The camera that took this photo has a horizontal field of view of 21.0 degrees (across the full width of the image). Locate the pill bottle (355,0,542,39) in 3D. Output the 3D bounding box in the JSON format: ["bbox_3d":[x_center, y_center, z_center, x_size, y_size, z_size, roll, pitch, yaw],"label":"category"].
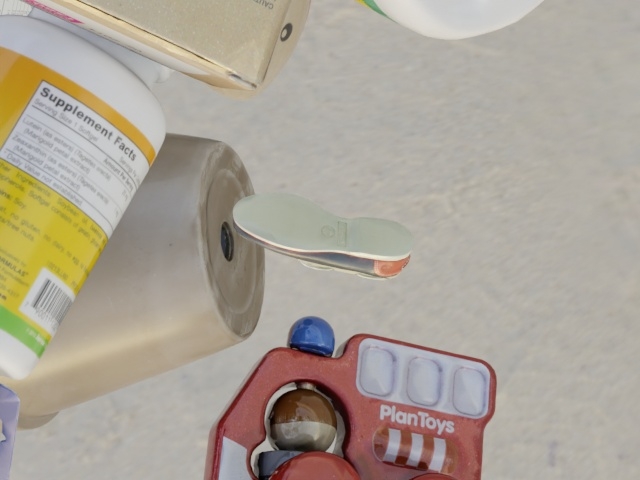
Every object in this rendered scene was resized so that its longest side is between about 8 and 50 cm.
[{"bbox_3d":[-0.001,-0.164,0.660,0.208,0.118,0.117,33,113,40],"label":"pill bottle"}]

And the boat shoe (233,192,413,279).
[{"bbox_3d":[0.000,0.000,1.282,0.137,0.049,0.043,11,148,-6],"label":"boat shoe"}]

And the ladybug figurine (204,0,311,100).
[{"bbox_3d":[-0.124,-0.335,1.883,0.162,0.305,0.449,-31,41,8],"label":"ladybug figurine"}]

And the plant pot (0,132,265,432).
[{"bbox_3d":[-0.213,0.015,1.632,0.280,0.323,0.323,-7,96,16],"label":"plant pot"}]

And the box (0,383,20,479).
[{"bbox_3d":[-0.344,0.118,1.344,0.225,0.036,0.136,24,138,6],"label":"box"}]

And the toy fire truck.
[{"bbox_3d":[0.032,0.212,1.755,0.169,0.302,0.253,140,141,-60],"label":"toy fire truck"}]

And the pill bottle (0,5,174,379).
[{"bbox_3d":[-0.180,-0.051,1.060,0.136,0.136,0.245,23,75,20],"label":"pill bottle"}]

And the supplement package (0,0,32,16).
[{"bbox_3d":[-0.245,-0.287,1.508,0.199,0.263,0.198,38,121,47],"label":"supplement package"}]

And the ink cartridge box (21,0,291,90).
[{"bbox_3d":[-0.113,-0.215,0.955,0.088,0.235,0.193,15,83,60],"label":"ink cartridge box"}]
